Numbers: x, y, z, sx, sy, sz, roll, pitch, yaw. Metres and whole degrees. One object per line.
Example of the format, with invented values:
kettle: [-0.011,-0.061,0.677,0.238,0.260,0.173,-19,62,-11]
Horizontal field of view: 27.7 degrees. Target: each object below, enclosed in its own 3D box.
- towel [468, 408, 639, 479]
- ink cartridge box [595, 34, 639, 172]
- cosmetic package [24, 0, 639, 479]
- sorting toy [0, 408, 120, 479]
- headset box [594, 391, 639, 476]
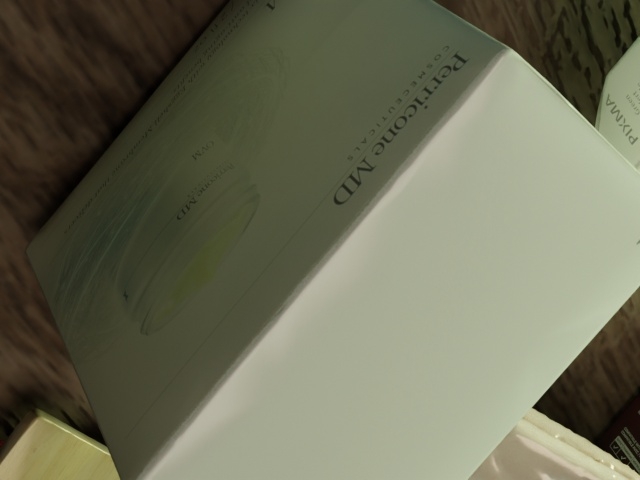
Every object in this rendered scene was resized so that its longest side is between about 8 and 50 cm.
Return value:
towel: [0.079,0.252,0.833,0.317,0.053,0.331,30,109,-3]
ink cartridge box: [0.220,-0.073,0.710,0.181,0.056,0.224,-16,160,-28]
cosmetic package: [0.000,0.000,0.601,0.138,0.224,0.224,36,96,-34]
sorting toy: [-0.155,0.166,0.761,0.132,0.046,0.274,37,90,-35]
headset box: [0.324,0.159,0.904,0.218,0.110,0.293,25,110,-31]
